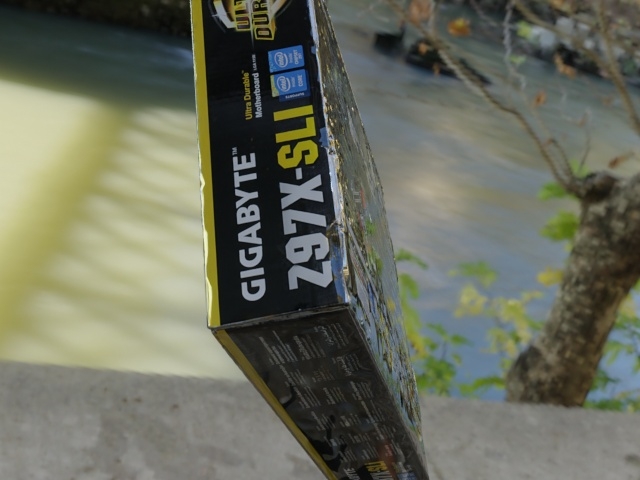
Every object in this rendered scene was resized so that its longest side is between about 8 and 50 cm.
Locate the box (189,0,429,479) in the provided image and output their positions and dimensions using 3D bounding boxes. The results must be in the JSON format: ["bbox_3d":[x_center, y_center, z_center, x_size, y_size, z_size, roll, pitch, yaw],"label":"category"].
[{"bbox_3d":[0.000,0.000,0.680,0.079,0.322,0.257,-10,61,8],"label":"box"}]
